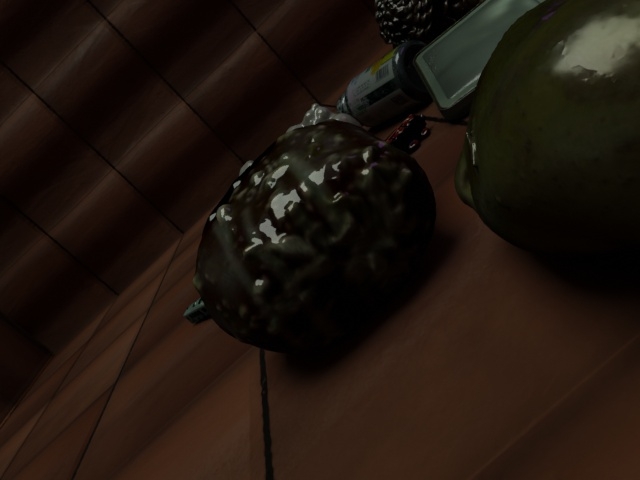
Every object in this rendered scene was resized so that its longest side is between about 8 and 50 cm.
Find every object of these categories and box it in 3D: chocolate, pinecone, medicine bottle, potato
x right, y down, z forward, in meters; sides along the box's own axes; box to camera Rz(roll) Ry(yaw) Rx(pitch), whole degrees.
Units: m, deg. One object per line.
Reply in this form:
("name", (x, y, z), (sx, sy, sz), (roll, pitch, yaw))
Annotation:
("chocolate", (0.000, 0.000, 0.654), (0.340, 0.225, 0.210), (-44, 25, -2))
("pinecone", (0.284, -0.565, 1.296), (0.292, 0.246, 0.246), (-8, -10, -40))
("medicine bottle", (0.157, -0.370, 1.302), (0.141, 0.141, 0.293), (-52, 18, -26))
("potato", (0.214, -0.086, 0.408), (0.218, 0.202, 0.351), (-59, 6, -9))

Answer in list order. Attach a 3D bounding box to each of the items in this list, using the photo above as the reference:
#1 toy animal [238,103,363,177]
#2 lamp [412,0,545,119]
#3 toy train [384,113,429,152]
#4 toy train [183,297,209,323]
("toy animal", (0.006, -0.121, 0.938), (0.271, 0.206, 0.265), (-11, 37, 18))
("lamp", (0.315, -0.372, 0.997), (0.269, 0.047, 0.266), (-36, 33, 23))
("toy train", (0.156, -0.195, 1.039), (0.138, 0.050, 0.087), (-49, 14, -18))
("toy train", (-0.240, 0.140, 1.156), (0.207, 0.047, 0.043), (-27, 25, 48))
